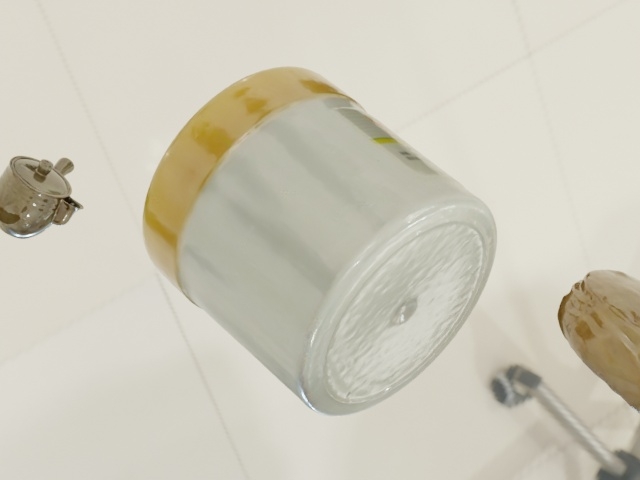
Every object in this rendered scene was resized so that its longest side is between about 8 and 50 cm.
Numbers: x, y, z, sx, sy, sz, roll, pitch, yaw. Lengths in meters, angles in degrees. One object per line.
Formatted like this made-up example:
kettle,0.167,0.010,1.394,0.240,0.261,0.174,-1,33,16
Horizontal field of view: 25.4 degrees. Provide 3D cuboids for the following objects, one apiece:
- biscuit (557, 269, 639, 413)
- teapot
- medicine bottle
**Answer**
biscuit,0.358,0.124,0.943,0.076,0.368,0.394,-58,157,20
teapot,-0.266,-0.045,1.383,0.085,0.110,0.080,35,111,1
medicine bottle,0.000,0.000,1.270,0.238,0.232,0.238,-33,146,-26
